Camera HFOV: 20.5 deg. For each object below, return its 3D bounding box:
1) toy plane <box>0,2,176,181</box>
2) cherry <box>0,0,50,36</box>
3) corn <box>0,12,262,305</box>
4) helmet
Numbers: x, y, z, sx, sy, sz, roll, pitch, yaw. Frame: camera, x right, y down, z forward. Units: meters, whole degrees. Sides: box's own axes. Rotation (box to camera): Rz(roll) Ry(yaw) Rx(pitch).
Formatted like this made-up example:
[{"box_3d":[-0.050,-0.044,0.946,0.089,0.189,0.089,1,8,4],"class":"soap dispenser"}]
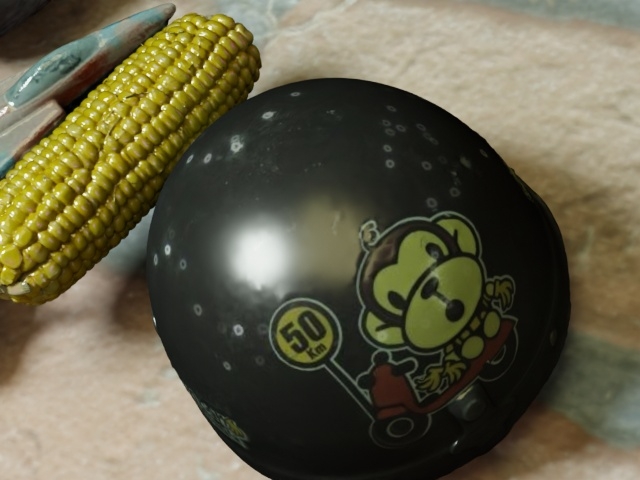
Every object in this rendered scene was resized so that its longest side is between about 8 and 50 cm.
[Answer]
[{"box_3d":[-0.221,-0.045,1.126,0.326,0.104,0.223,-33,56,-6],"class":"toy plane"},{"box_3d":[-0.239,-0.228,1.191,0.195,0.195,0.195,-9,59,15],"class":"cherry"},{"box_3d":[-0.124,-0.048,1.055,0.080,0.080,0.238,33,70,32],"class":"corn"},{"box_3d":[0.000,0.000,0.986,0.230,0.160,0.279,-41,55,-5],"class":"helmet"}]
